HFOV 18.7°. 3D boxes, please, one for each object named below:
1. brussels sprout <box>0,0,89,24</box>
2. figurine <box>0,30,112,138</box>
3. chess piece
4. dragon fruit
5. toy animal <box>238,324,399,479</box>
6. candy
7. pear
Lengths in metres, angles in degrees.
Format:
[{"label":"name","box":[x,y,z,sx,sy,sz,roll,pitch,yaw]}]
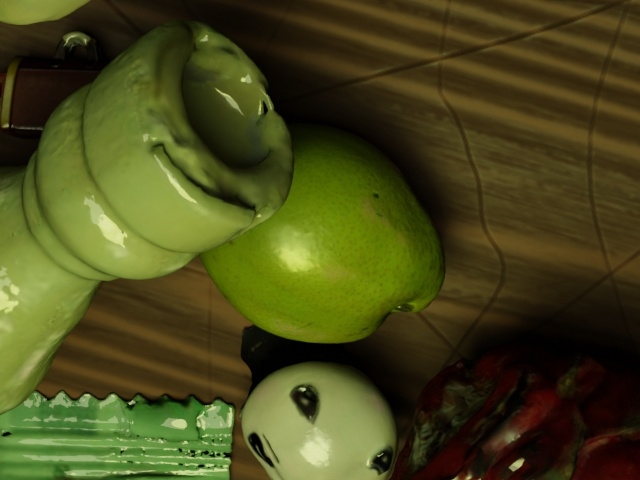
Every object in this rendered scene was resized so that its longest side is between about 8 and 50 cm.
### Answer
[{"label":"brussels sprout","box":[-0.251,-0.355,1.565,0.344,0.268,0.344,13,132,15]},{"label":"figurine","box":[-0.229,-0.138,1.732,0.154,0.082,0.098,4,91,9]},{"label":"chess piece","box":[-0.226,-0.004,1.628,0.442,0.234,0.234,-29,103,36]},{"label":"dragon fruit","box":[0.208,0.242,1.670,0.329,0.329,0.329,3,110,8]},{"label":"toy animal","box":[-0.010,0.164,1.754,0.166,0.179,0.138,36,98,-12]},{"label":"candy","box":[-0.217,0.342,1.880,0.263,0.172,0.398,3,91,-2]},{"label":"pear","box":[0.000,0.000,1.687,0.220,0.187,0.187,34,112,-10]}]
